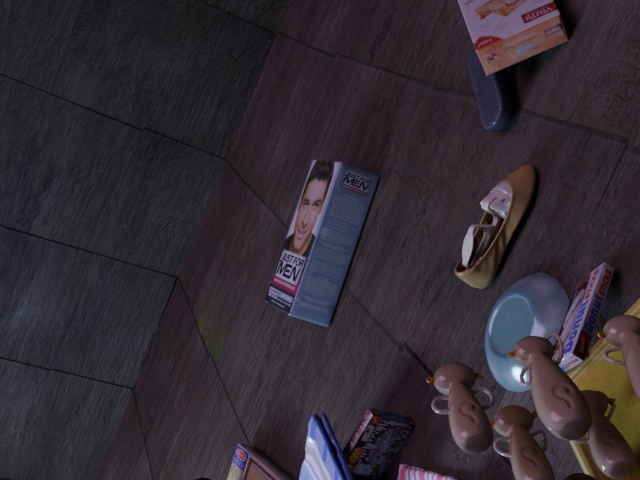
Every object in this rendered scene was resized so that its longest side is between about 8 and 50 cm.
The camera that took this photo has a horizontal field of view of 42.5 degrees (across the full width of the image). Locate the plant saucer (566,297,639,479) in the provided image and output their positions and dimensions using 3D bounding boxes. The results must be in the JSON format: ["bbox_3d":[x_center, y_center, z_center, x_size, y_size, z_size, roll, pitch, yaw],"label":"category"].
[{"bbox_3d":[0.414,0.205,0.982,0.333,0.081,0.333,-57,27,29],"label":"plant saucer"}]

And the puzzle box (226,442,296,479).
[{"bbox_3d":[-0.143,0.651,1.882,0.409,0.052,0.272,5,77,66],"label":"puzzle box"}]

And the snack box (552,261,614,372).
[{"bbox_3d":[0.360,0.109,1.137,0.178,0.022,0.064,-56,2,-38],"label":"snack box"}]

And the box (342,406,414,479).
[{"bbox_3d":[0.100,0.375,1.512,0.137,0.093,0.027,-63,25,19],"label":"box"}]

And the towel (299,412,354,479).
[{"bbox_3d":[0.008,0.487,1.545,0.209,0.034,0.285,-118,29,-43],"label":"towel"}]

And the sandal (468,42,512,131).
[{"bbox_3d":[0.335,-0.315,1.582,0.097,0.054,0.255,130,145,-57],"label":"sandal"}]

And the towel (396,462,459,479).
[{"bbox_3d":[0.169,0.459,1.382,0.197,0.029,0.144,-11,62,63],"label":"towel"}]

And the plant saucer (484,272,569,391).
[{"bbox_3d":[0.313,0.140,1.301,0.195,0.037,0.195,-47,33,43],"label":"plant saucer"}]

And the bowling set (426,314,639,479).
[{"bbox_3d":[0.272,0.218,0.975,0.154,0.286,0.200,-100,3,-58],"label":"bowling set"}]

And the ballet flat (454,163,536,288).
[{"bbox_3d":[0.298,-0.030,1.411,0.080,0.073,0.232,30,99,65],"label":"ballet flat"}]

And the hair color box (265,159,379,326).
[{"bbox_3d":[0.000,0.000,1.980,0.185,0.113,0.375,17,87,66],"label":"hair color box"}]

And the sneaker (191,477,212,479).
[{"bbox_3d":[-0.174,0.633,1.737,0.202,0.185,0.483,-53,27,-4],"label":"sneaker"}]

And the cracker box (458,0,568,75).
[{"bbox_3d":[0.346,-0.424,1.522,0.155,0.067,0.232,-22,45,16],"label":"cracker box"}]
